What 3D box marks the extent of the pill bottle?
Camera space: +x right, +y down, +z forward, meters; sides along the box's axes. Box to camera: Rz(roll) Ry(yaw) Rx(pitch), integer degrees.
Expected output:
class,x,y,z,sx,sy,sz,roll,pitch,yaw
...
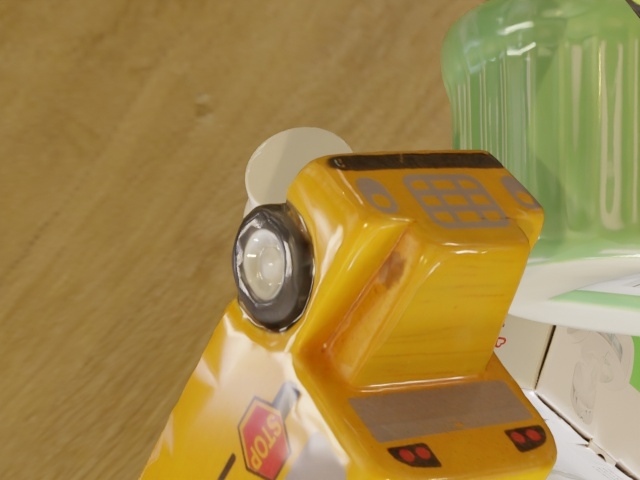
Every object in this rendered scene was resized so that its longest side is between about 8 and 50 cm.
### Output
class,x,y,z,sx,sy,sz,roll,pitch,yaw
pill bottle,0.000,0.000,1.426,0.108,0.180,0.108,-5,56,7

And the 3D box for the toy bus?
class,x,y,z,sx,sy,sz,roll,pitch,yaw
toy bus,-0.007,0.120,0.814,0.130,0.108,0.333,54,130,35

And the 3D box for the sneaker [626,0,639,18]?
class,x,y,z,sx,sy,sz,roll,pitch,yaw
sneaker,0.096,-0.163,0.660,0.084,0.235,0.097,-38,127,10

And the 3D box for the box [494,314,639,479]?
class,x,y,z,sx,sy,sz,roll,pitch,yaw
box,0.153,0.110,1.590,0.231,0.262,0.127,4,66,37

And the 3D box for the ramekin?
class,x,y,z,sx,sy,sz,roll,pitch,yaw
ramekin,0.215,-0.035,1.083,0.303,0.303,0.148,3,78,7
